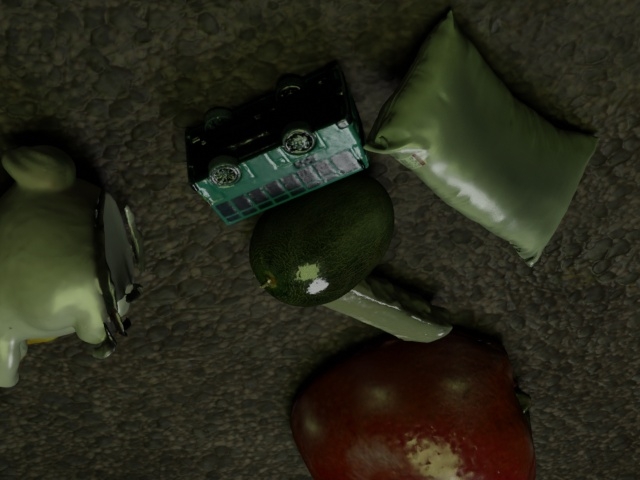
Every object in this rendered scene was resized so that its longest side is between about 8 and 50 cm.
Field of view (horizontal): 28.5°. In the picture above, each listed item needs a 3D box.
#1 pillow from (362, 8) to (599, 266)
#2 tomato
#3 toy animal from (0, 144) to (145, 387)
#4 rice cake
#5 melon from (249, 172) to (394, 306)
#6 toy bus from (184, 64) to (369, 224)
[{"bbox_3d":[0.161,-0.089,1.173,0.254,0.078,0.144,32,83,-36],"label":"pillow"},{"bbox_3d":[0.121,0.270,1.500,0.290,0.176,0.335,-14,139,8],"label":"tomato"},{"bbox_3d":[-0.326,0.035,1.150,0.310,0.183,0.247,-7,133,3],"label":"toy animal"},{"bbox_3d":[0.034,0.050,1.325,0.256,0.052,0.057,24,161,-33],"label":"rice cake"},{"bbox_3d":[0.000,0.000,1.198,0.167,0.114,0.114,-40,150,-32],"label":"melon"},{"bbox_3d":[-0.035,-0.085,1.147,0.160,0.079,0.092,-23,138,15],"label":"toy bus"}]
